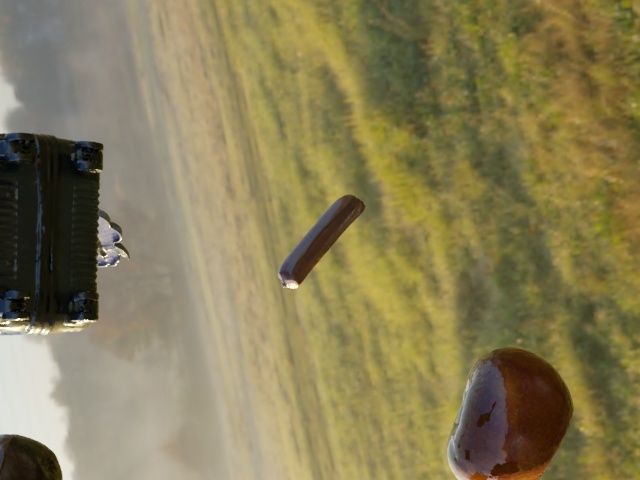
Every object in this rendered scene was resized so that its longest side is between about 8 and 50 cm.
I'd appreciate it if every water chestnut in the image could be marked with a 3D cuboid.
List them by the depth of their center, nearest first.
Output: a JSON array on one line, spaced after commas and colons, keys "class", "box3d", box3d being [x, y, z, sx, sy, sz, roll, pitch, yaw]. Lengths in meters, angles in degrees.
[{"class": "water chestnut", "box3d": [-0.606, 0.477, 2.097, 0.224, 0.238, 0.223, -168, 90, -84]}]

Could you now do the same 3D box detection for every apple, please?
[{"class": "apple", "box3d": [0.303, 0.292, 1.752, 0.210, 0.173, 0.235, -52, -18, -77]}]

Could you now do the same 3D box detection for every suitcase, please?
[{"class": "suitcase", "box3d": [-0.325, 0.002, 1.109, 0.312, 0.128, 0.202, -8, 81, 52]}]

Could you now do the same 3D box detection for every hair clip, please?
[{"class": "hair clip", "box3d": [-0.370, -0.010, 1.718, 0.195, 0.124, 0.052, 66, -142, -53]}]

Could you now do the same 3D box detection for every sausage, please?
[{"class": "sausage", "box3d": [0.000, 0.000, 1.312, 0.030, 0.147, 0.035, 26, 153, 32]}]
